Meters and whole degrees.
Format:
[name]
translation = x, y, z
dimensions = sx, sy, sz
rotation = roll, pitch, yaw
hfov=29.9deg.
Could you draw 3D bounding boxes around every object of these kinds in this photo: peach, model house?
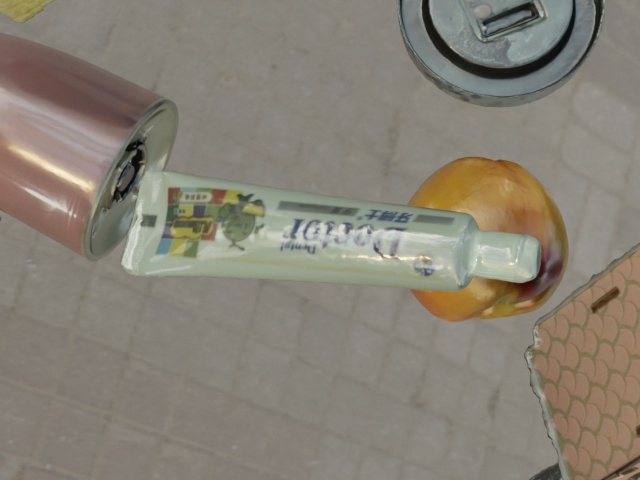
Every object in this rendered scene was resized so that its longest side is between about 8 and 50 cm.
[peach]
translation = 0.132, -0.002, 0.966
dimensions = 0.138, 0.138, 0.138
rotation = 3, 85, -37
[model house]
translation = 0.272, 0.105, 0.818
dimensions = 0.244, 0.326, 0.169
rotation = -7, 59, -6

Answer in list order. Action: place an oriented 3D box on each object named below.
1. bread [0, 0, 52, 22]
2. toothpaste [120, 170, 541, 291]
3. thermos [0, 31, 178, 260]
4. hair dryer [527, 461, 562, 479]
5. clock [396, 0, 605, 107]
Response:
[bread]
translation = -0.191, -0.237, 0.856
dimensions = 0.112, 0.193, 0.036
rotation = 23, 40, -54
[toothpaste]
translation = 0.000, 0.000, 0.695
dimensions = 0.037, 0.255, 0.067
rotation = 34, 63, -66
[thermos]
translation = -0.271, -0.093, 0.987
dimensions = 0.176, 0.265, 0.146
rotation = -67, 173, 19
[hair dryer]
translation = 0.260, 0.361, 1.234
dimensions = 0.075, 0.219, 0.196
rotation = 2, 127, -53
[clock]
translation = 0.186, -0.242, 1.247
dimensions = 0.214, 0.042, 0.215
rotation = -1, 77, 2
